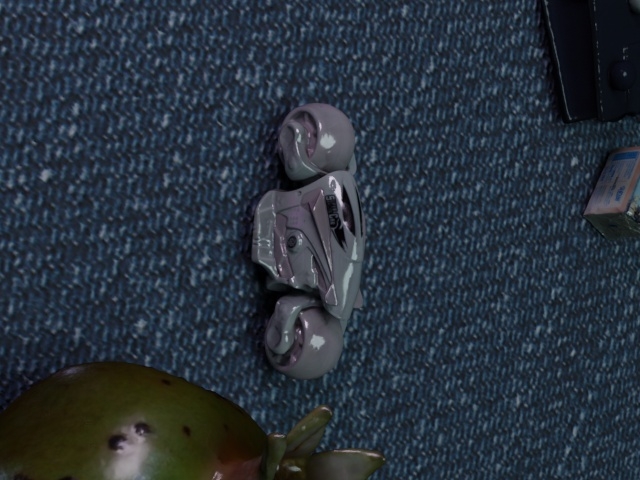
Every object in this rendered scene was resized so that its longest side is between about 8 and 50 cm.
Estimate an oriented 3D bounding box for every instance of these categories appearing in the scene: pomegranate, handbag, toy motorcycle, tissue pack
[{"bbox_3d":[-0.116,0.238,1.088,0.291,0.323,0.290,-6,98,-47],"label":"pomegranate"},{"bbox_3d":[0.393,-0.249,1.661,0.326,0.118,0.269,-18,103,-37],"label":"handbag"},{"bbox_3d":[0.000,0.000,1.325,0.112,0.112,0.254,8,84,-40],"label":"toy motorcycle"},{"bbox_3d":[0.348,-0.055,1.648,0.059,0.074,0.094,37,68,-27],"label":"tissue pack"}]
